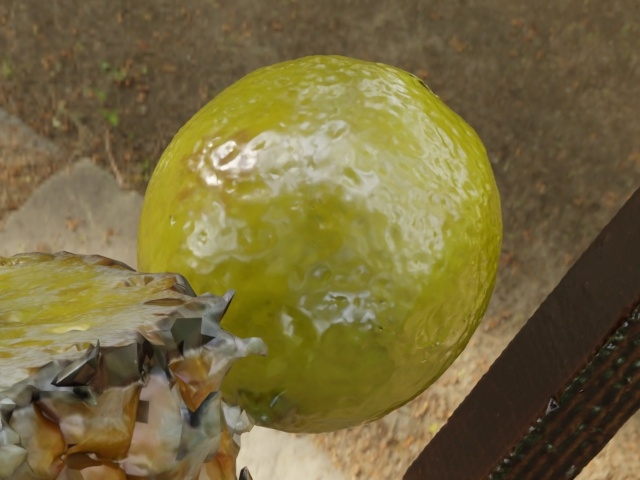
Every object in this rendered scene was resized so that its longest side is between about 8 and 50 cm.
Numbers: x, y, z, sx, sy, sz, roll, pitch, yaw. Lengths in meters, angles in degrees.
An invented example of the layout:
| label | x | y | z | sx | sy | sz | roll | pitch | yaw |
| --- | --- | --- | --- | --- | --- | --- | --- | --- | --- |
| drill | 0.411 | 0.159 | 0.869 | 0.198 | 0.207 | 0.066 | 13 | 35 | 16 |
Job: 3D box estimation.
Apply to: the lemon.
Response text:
| label | x | y | z | sx | sy | sz | roll | pitch | yaw |
| --- | --- | --- | --- | --- | --- | --- | --- | --- | --- |
| lemon | 0.001 | 0.000 | 0.896 | 0.267 | 0.267 | 0.267 | 4 | 53 | -6 |

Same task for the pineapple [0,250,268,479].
| label | x | y | z | sx | sy | sz | roll | pitch | yaw |
| --- | --- | --- | --- | --- | --- | --- | --- | --- | --- |
| pineapple | -0.185 | 0.165 | 0.561 | 0.352 | 0.352 | 0.300 | 0 | 97 | -9 |

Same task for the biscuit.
| label | x | y | z | sx | sy | sz | roll | pitch | yaw |
| --- | --- | --- | --- | --- | --- | --- | --- | --- | --- |
| biscuit | 0.196 | 0.126 | 1.097 | 0.073 | 0.388 | 0.107 | 22 | 30 | -21 |
